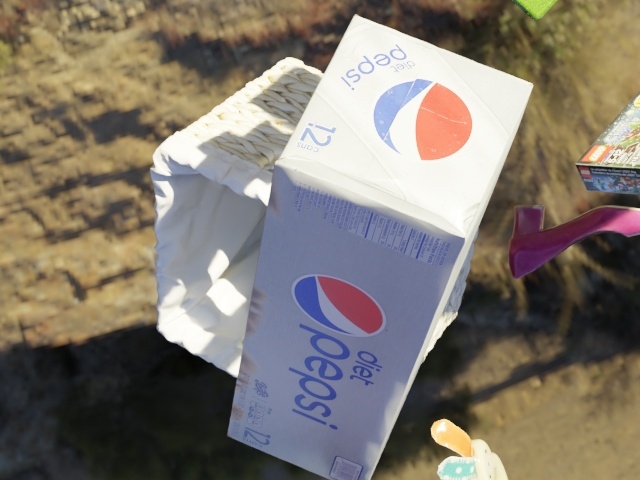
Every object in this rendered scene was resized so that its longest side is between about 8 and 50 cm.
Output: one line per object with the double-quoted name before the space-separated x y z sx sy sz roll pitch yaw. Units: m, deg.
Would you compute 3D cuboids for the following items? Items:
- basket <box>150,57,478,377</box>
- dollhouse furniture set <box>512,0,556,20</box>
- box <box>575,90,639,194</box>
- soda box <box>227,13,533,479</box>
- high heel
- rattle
"basket" 0.000 0.000 1.722 0.266 0.328 0.331 -48 155 -39
"dollhouse furniture set" 0.206 -0.354 1.113 0.301 0.197 0.151 -47 180 17
"box" 0.433 -0.141 1.685 0.233 0.159 0.044 -46 122 -27
"soda box" 0.020 0.021 0.731 0.091 0.098 0.286 22 147 6
"high heel" 0.409 0.006 2.176 0.244 0.117 0.082 2 175 15
"rattle" 0.221 0.272 1.585 0.143 0.130 0.199 0 127 30
